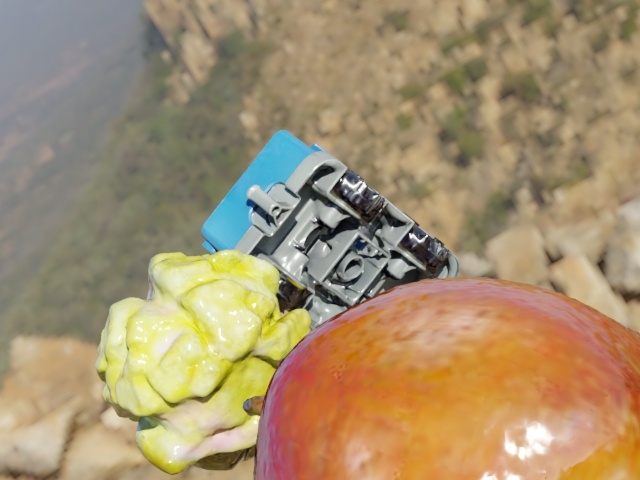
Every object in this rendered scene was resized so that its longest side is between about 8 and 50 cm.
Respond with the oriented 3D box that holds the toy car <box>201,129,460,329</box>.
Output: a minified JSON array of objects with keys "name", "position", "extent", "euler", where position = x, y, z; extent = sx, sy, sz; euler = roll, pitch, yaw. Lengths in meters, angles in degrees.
[{"name":"toy car","position":[0.000,0.000,1.215],"extent":[0.097,0.191,0.100],"euler":[-51,47,2]}]

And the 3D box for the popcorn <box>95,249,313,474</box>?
[{"name":"popcorn","position":[-0.064,0.067,1.060],"extent":[0.126,0.126,0.145],"euler":[-20,-17,-28]}]

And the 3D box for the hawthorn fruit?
[{"name":"hawthorn fruit","position":[0.049,0.102,0.761],"extent":[0.225,0.196,0.196],"euler":[24,51,40]}]
